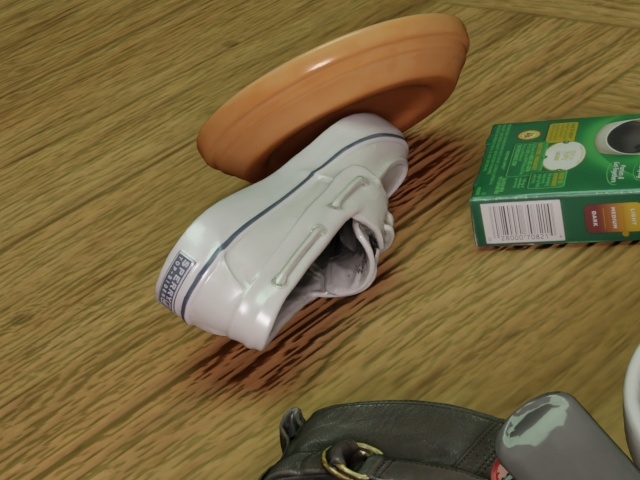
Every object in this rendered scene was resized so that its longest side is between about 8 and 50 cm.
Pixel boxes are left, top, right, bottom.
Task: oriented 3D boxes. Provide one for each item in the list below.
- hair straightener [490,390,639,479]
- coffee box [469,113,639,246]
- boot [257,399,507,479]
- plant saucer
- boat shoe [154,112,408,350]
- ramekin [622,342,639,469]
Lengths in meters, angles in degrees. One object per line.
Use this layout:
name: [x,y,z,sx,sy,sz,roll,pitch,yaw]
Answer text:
hair straightener: [0.143,0.145,0.586,0.047,0.089,0.230,-32,65,-11]
coffee box: [0.193,-0.040,1.044,0.184,0.040,0.113,-4,29,16]
boot: [0.057,0.141,0.707,0.263,0.091,0.229,12,26,26]
plant saucer: [0.014,-0.089,1.114,0.200,0.037,0.200,-24,-11,-5]
boat shoe: [0.000,0.000,1.012,0.084,0.095,0.258,34,38,15]
ramekin: [0.234,0.100,0.684,0.207,0.109,0.207,-9,26,5]
